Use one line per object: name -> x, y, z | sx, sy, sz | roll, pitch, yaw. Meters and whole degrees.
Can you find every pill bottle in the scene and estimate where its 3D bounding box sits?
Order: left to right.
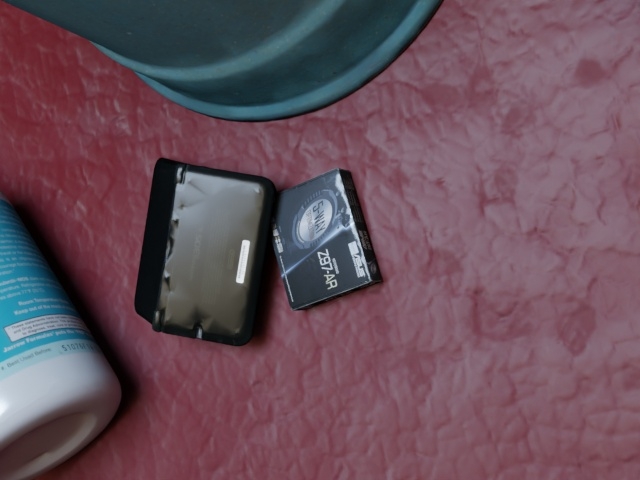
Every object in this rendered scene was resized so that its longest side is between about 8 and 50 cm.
pill bottle -> -0.275, 0.051, 0.815 | 0.146, 0.146, 0.264 | -43, 69, 20

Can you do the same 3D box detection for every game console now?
game console -> -0.088, 0.006, 0.781 | 0.107, 0.071, 0.122 | 9, 95, 7

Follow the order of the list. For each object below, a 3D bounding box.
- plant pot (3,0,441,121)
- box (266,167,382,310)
plant pot -> -0.117, -0.262, 0.641 | 0.341, 0.334, 0.341 | -1, 88, 28
box -> 0.000, 0.000, 0.742 | 0.067, 0.018, 0.083 | -21, 78, 26
